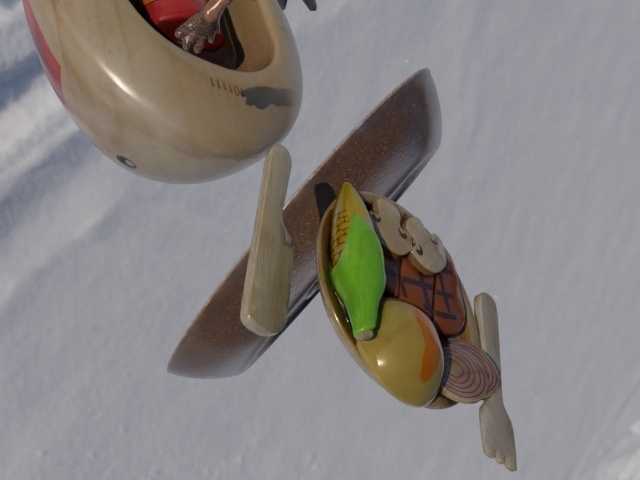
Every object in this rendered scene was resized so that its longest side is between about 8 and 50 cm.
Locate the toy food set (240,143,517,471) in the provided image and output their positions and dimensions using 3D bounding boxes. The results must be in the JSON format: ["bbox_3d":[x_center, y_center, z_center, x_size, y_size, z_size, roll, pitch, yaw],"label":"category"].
[{"bbox_3d":[0.049,0.029,0.451,0.192,0.038,0.132,33,42,-31],"label":"toy food set"}]

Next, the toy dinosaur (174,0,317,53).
[{"bbox_3d":[-0.008,-0.237,0.606,0.295,0.200,0.127,-36,110,-26],"label":"toy dinosaur"}]

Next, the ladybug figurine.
[{"bbox_3d":[-0.181,-0.233,0.936,0.305,0.450,0.162,13,137,-36],"label":"ladybug figurine"}]

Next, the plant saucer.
[{"bbox_3d":[0.000,0.000,0.695,0.311,0.050,0.310,-48,176,-5],"label":"plant saucer"}]
